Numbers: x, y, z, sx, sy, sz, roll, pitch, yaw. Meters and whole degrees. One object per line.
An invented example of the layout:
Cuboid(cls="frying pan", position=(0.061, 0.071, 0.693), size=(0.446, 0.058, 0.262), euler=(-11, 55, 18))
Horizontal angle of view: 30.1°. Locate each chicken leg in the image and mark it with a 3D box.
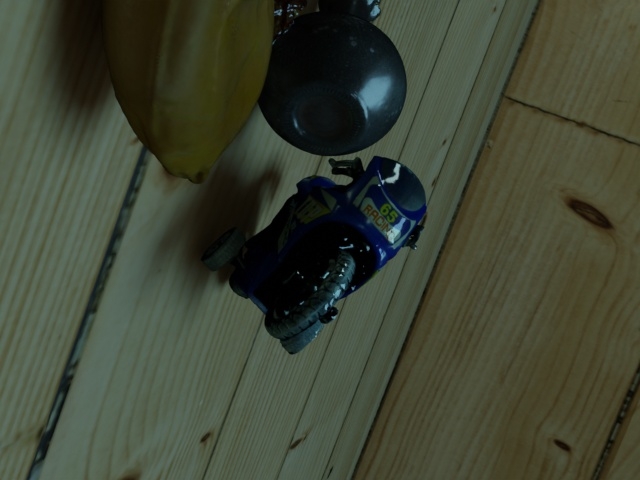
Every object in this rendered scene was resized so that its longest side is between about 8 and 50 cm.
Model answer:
Cuboid(cls="chicken leg", position=(-0.036, -0.165, 0.865), size=(0.145, 0.037, 0.062), euler=(-61, -171, -26))

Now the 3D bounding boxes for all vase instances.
Cuboid(cls="vase", position=(0.014, -0.150, 0.964), size=(0.183, 0.120, 0.120), euler=(-76, 179, -49))

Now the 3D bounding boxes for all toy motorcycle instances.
Cuboid(cls="toy motorcycle", position=(0.000, 0.000, 0.985), size=(0.169, 0.113, 0.315), euler=(-44, -168, -3))

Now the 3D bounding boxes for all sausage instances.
Cuboid(cls="sausage", position=(-0.042, -0.190, 0.596), size=(0.134, 0.116, 0.354), euler=(-78, -173, -66))
